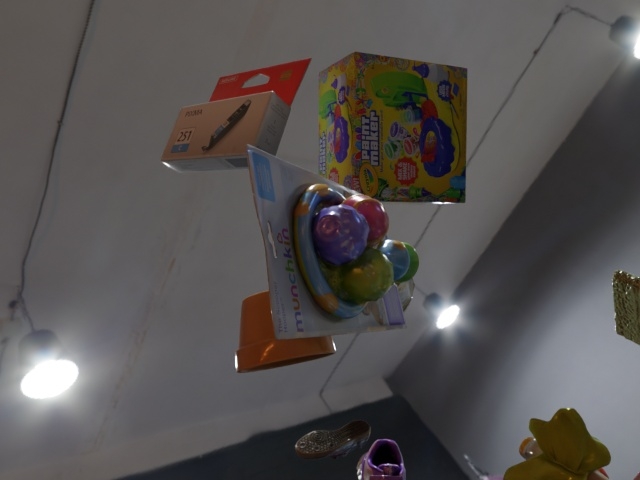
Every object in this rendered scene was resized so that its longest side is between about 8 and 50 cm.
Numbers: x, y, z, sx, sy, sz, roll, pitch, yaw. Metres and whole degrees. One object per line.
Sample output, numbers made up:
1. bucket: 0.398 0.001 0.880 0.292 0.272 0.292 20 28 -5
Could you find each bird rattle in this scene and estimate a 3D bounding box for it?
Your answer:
1. bird rattle: 0.381 0.338 0.738 0.143 0.253 0.207 -60 -4 -9

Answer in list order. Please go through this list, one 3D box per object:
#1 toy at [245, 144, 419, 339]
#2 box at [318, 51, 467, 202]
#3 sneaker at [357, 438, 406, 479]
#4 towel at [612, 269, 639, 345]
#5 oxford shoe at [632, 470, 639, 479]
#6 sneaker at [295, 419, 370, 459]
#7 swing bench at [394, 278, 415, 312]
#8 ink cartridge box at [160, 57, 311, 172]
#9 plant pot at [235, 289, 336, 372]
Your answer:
1. toy: 0.035 0.006 0.451 0.056 0.136 0.237 -17 -14 23
2. box: 0.152 -0.224 1.164 0.279 0.177 0.290 -2 -87 -24
3. sneaker: 0.114 0.451 0.946 0.095 0.236 0.104 10 -57 -6
4. towel: 0.502 0.116 0.824 0.027 0.110 0.148 -34 -60 -15
5. oxford shoe: 0.786 0.590 1.218 0.123 0.130 0.348 -46 -10 -49
6. sneaker: 0.031 0.465 1.206 0.188 0.066 0.071 -6 -62 -27
7. swing bench: 0.118 0.125 1.441 0.253 0.255 0.165 59 -144 -64
8. ink cartridge box: -0.183 -0.271 1.122 0.066 0.296 0.261 34 -113 -46
9. plant pot: -0.115 0.258 1.569 0.291 0.203 0.291 -11 -16 -3
